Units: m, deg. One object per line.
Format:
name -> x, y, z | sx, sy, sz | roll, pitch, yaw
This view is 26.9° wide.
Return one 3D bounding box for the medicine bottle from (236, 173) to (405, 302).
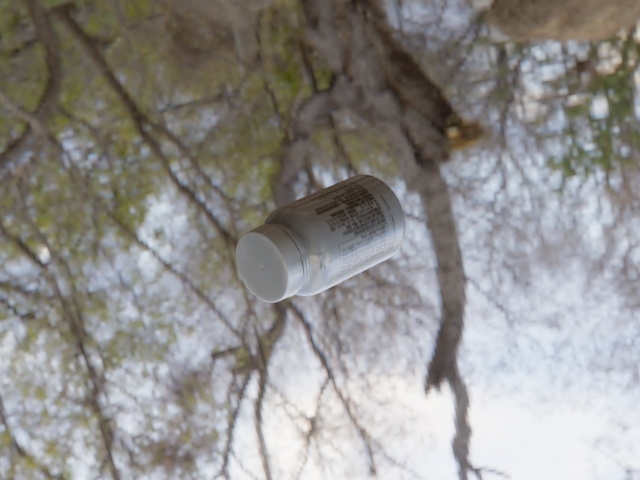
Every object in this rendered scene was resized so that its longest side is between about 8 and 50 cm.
medicine bottle -> 0.000, 0.000, 1.127 | 0.079, 0.079, 0.140 | 10, -154, 44
